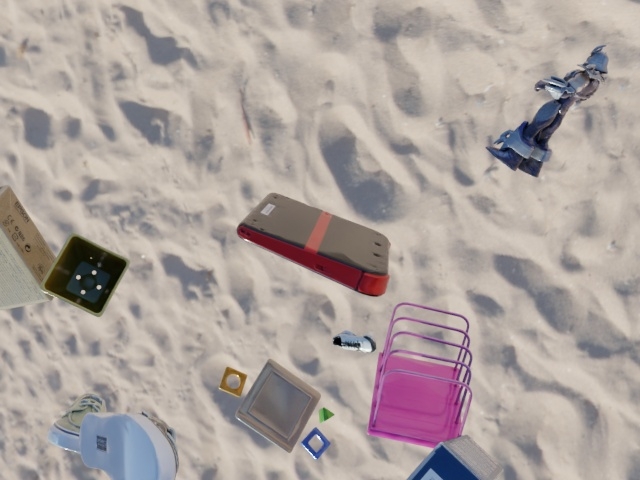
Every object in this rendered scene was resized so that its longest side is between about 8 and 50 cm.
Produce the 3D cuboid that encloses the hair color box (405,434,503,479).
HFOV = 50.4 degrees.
[{"bbox_3d":[0.227,0.455,1.231,0.105,0.347,0.174,41,92,23],"label":"hair color box"}]

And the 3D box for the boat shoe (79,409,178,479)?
[{"bbox_3d":[-0.251,0.294,0.963,0.301,0.102,0.108,-15,74,54],"label":"boat shoe"}]

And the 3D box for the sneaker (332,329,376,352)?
[{"bbox_3d":[0.070,0.215,1.410,0.109,0.043,0.040,2,101,47],"label":"sneaker"}]

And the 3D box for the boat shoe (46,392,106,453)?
[{"bbox_3d":[-0.502,0.378,1.426,0.109,0.094,0.302,24,168,-17],"label":"boat shoe"}]

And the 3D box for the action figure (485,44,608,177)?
[{"bbox_3d":[0.462,-0.262,1.336,0.099,0.185,0.285,50,118,29],"label":"action figure"}]

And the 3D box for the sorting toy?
[{"bbox_3d":[-0.115,0.442,1.820,0.347,0.196,0.047,37,145,-7],"label":"sorting toy"}]

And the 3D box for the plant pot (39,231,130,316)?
[{"bbox_3d":[-0.301,0.049,0.874,0.081,0.081,0.083,28,163,-11],"label":"plant pot"}]

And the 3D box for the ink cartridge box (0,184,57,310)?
[{"bbox_3d":[-0.648,0.023,1.338,0.193,0.088,0.235,-10,124,15],"label":"ink cartridge box"}]

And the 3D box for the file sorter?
[{"bbox_3d":[0.232,0.294,1.533,0.202,0.291,0.182,11,116,5],"label":"file sorter"}]

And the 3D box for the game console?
[{"bbox_3d":[0.000,0.000,1.574,0.342,0.386,0.060,20,105,1],"label":"game console"}]
